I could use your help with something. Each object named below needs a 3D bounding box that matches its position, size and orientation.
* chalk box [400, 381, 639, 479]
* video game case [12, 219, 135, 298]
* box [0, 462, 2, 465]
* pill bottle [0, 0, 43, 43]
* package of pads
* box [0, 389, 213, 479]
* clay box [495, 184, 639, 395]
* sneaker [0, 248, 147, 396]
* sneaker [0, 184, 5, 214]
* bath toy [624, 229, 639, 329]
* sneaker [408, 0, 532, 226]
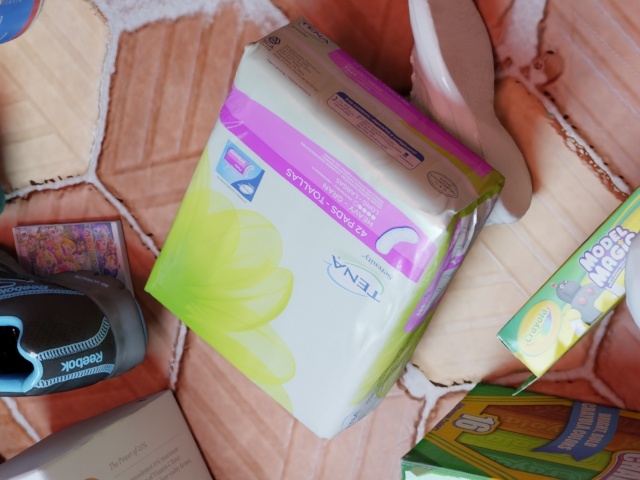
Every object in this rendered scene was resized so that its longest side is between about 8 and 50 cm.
[{"bbox_3d":[0.225,0.245,1.278,0.288,0.180,0.179,7,108,24],"label":"chalk box"},{"bbox_3d":[-0.236,0.026,1.543,0.122,0.011,0.087,-3,103,27],"label":"video game case"},{"bbox_3d":[-0.436,0.331,1.643,0.143,0.165,0.270,43,118,9],"label":"box"},{"bbox_3d":[-0.351,-0.218,1.409,0.124,0.221,0.124,8,108,25],"label":"pill bottle"},{"bbox_3d":[0.000,0.000,1.334,0.229,0.101,0.297,40,133,14],"label":"package of pads"},{"bbox_3d":[-0.182,0.347,1.491,0.168,0.215,0.345,-23,93,30],"label":"box"},{"bbox_3d":[0.221,0.020,1.243,0.053,0.127,0.222,46,119,9],"label":"clay box"},{"bbox_3d":[-0.328,0.075,1.518,0.340,0.139,0.125,2,107,37],"label":"sneaker"},{"bbox_3d":[-0.396,-0.036,1.539,0.295,0.178,0.124,-33,74,64],"label":"sneaker"},{"bbox_3d":[0.376,0.061,1.119,0.348,0.151,0.129,9,151,-1],"label":"bath toy"},{"bbox_3d":[0.095,-0.108,1.305,0.094,0.080,0.212,-9,102,41],"label":"sneaker"}]
